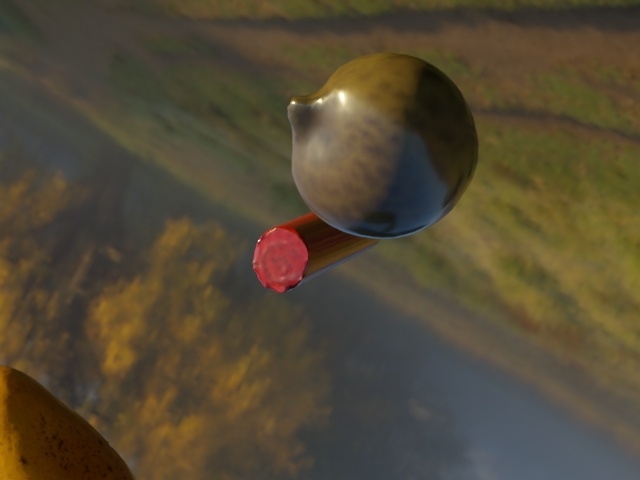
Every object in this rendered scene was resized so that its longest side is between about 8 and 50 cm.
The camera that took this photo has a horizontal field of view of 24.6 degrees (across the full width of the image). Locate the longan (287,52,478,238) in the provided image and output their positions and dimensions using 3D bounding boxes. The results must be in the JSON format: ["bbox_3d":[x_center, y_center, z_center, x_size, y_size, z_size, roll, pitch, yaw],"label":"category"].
[{"bbox_3d":[0.032,-0.052,0.790,0.113,0.113,0.092,29,-141,-33],"label":"longan"}]

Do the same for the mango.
[{"bbox_3d":[-0.316,0.272,1.620,0.160,0.191,0.290,-29,96,41],"label":"mango"}]

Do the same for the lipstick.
[{"bbox_3d":[0.001,0.000,1.637,0.073,0.073,0.280,28,-164,13],"label":"lipstick"}]
